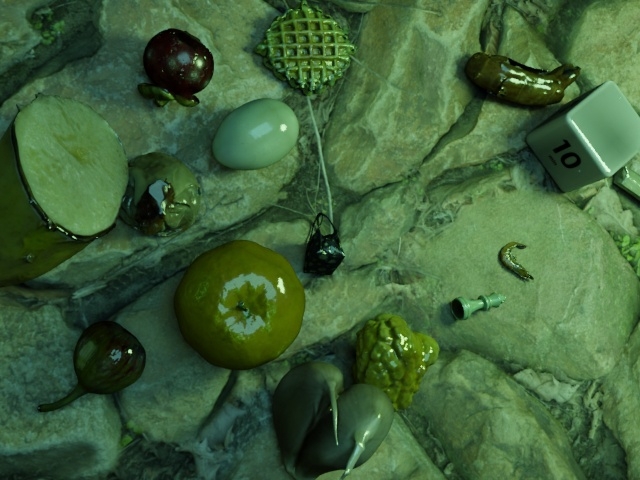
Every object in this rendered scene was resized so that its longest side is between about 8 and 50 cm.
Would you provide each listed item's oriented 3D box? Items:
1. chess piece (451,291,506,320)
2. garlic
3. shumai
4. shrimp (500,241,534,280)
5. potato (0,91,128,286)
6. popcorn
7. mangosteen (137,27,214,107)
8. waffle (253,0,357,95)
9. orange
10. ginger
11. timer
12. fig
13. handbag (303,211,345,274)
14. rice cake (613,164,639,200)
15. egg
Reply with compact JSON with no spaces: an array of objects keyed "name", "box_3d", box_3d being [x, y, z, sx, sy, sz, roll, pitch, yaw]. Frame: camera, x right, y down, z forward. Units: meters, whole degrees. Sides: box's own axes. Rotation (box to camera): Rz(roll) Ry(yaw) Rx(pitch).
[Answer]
[{"name":"chess piece","box_3d":[0.399,0.156,1.980,0.149,0.059,0.059,-10,84,-23]},{"name":"garlic","box_3d":[0.010,0.365,1.666,0.246,0.340,0.231,-42,88,-19]},{"name":"shumai","box_3d":[-0.355,-0.102,1.746,0.201,0.120,0.201,2,82,-16]},{"name":"shrimp","box_3d":[0.514,0.050,2.053,0.114,0.023,0.083,40,68,-4]},{"name":"potato","box_3d":[-0.599,-0.089,1.623,0.290,0.296,0.397,44,27,-39]},{"name":"popcorn","box_3d":[0.172,0.274,1.811,0.203,0.200,0.226,-9,85,-13]},{"name":"mangosteen","box_3d":[-0.323,-0.378,1.791,0.166,0.166,0.180,21,105,-14]},{"name":"waffle","box_3d":[-0.033,-0.465,1.948,0.214,0.054,0.208,43,74,-9]},{"name":"orange","box_3d":[-0.169,0.137,1.707,0.279,0.235,0.279,0,92,-9]},{"name":"ginger","box_3d":[0.532,-0.416,2.101,0.309,0.107,0.133,10,54,-15]},{"name":"timer","box_3d":[0.690,-0.265,2.074,0.194,0.195,0.192,-37,93,-19]},{"name":"fig","box_3d":[-0.476,0.277,1.642,0.245,0.149,0.149,-43,95,-8]},{"name":"handbag","box_3d":[0.000,0.000,1.860,0.072,0.115,0.139,1,63,-18]},{"name":"rice cake","box_3d":[0.910,-0.115,2.193,0.256,0.052,0.057,32,106,-10]},{"name":"egg","box_3d":[-0.148,-0.237,1.822,0.209,0.151,0.151,-28,90,-12]}]
